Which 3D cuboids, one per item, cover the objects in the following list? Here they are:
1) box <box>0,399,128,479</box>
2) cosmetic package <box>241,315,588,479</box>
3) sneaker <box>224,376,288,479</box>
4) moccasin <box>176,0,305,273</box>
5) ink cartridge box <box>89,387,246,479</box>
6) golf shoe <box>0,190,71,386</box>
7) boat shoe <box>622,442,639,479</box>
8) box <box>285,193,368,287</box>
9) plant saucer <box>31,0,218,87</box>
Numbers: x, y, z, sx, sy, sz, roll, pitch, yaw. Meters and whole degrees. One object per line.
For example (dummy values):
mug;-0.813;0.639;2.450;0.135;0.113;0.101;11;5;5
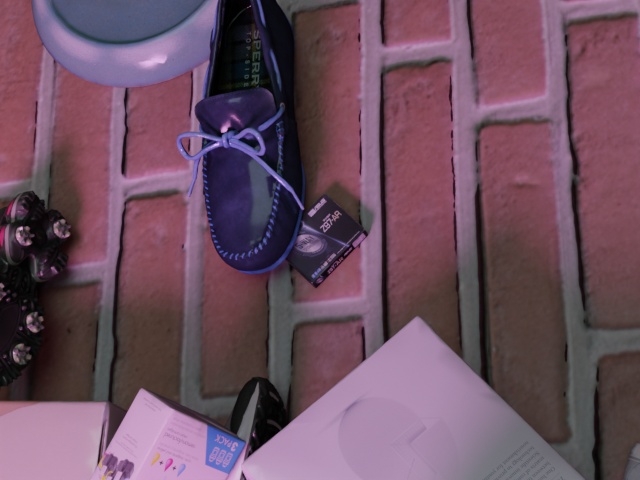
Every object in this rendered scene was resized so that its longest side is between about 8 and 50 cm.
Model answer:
box;-0.341;0.239;1.301;0.311;0.148;0.121;-1;70;14
cosmetic package;0.088;0.238;1.163;0.224;0.138;0.224;-38;63;-14
sneaker;-0.110;0.262;1.253;0.108;0.100;0.272;13;74;26
moccasin;-0.097;-0.133;1.383;0.137;0.117;0.342;-13;65;16
ink cartridge box;-0.162;0.244;1.176;0.061;0.104;0.181;24;84;48
golf shoe;-0.365;0.070;1.376;0.120;0.105;0.273;-19;37;30
boat shoe;0.365;0.245;1.143;0.184;0.066;0.063;20;87;21
box;0.000;0.000;1.362;0.083;0.018;0.067;-45;65;-3
plant saucer;-0.220;-0.340;1.543;0.317;0.044;0.318;-5;68;13
